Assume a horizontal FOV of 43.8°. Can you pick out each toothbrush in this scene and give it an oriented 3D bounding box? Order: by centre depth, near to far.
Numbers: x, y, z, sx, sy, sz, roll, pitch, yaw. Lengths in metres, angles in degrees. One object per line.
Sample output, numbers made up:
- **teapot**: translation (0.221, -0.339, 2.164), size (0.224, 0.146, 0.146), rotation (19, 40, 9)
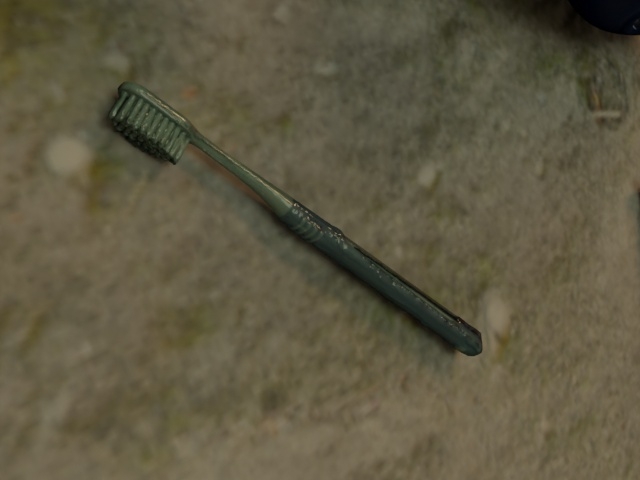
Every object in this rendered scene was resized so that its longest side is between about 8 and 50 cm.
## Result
- **toothbrush**: translation (0.000, 0.000, 0.358), size (0.219, 0.016, 0.019), rotation (35, 62, -29)

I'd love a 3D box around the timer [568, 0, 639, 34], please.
- **timer**: translation (0.210, -0.355, 0.488), size (0.270, 0.270, 0.383), rotation (-7, 70, -40)
